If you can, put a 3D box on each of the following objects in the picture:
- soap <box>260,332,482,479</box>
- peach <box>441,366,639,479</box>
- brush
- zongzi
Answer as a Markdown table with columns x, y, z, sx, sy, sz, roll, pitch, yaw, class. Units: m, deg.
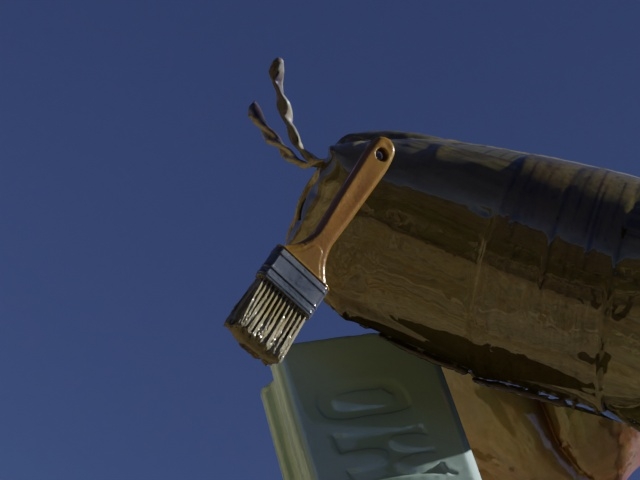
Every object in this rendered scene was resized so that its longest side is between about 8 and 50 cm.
| x | y | z | sx | sy | sz | roll | pitch | yaw | class |
| --- | --- | --- | --- | --- | --- | --- | --- | --- | --- |
| 0.055 | 0.214 | 1.627 | 0.160 | 0.265 | 0.087 | -6 | -38 | -16 | soap |
| 0.239 | 0.138 | 1.937 | 0.292 | 0.292 | 0.247 | 32 | 2 | 9 | peach |
| 0.000 | 0.000 | 1.096 | 0.043 | 0.170 | 0.014 | 43 | -29 | -17 | brush |
| 0.185 | 0.024 | 1.742 | 0.500 | 0.218 | 0.467 | 19 | 1 | 19 | zongzi |
